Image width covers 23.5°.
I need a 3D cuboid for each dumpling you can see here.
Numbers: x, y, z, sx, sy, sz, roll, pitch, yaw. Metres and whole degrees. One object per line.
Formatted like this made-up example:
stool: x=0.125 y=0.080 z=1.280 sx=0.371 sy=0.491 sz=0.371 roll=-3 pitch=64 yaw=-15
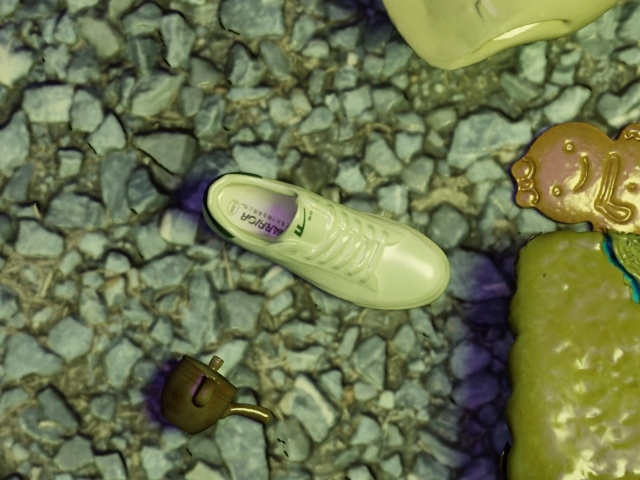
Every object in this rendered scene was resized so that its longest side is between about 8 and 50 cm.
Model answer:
dumpling: x=0.198 y=-0.358 z=1.495 sx=0.395 sy=0.233 sz=0.315 roll=-35 pitch=87 yaw=-13

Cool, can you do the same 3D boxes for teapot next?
teapot: x=-0.103 y=0.164 z=1.538 sx=0.110 sy=0.085 sz=0.080 roll=34 pitch=89 yaw=-14

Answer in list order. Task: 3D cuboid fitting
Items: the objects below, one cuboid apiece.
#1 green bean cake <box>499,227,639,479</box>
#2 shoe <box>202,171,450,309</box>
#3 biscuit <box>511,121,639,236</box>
green bean cake: x=0.331 y=0.132 z=1.452 sx=0.310 sy=0.202 sz=0.285 roll=3 pitch=76 yaw=14
shoe: x=0.000 y=0.000 z=1.529 sx=0.265 sy=0.110 sz=0.095 roll=18 pitch=85 yaw=7
biscuit: x=0.292 y=-0.062 z=1.560 sx=0.184 sy=0.027 sz=0.133 roll=29 pitch=89 yaw=5
